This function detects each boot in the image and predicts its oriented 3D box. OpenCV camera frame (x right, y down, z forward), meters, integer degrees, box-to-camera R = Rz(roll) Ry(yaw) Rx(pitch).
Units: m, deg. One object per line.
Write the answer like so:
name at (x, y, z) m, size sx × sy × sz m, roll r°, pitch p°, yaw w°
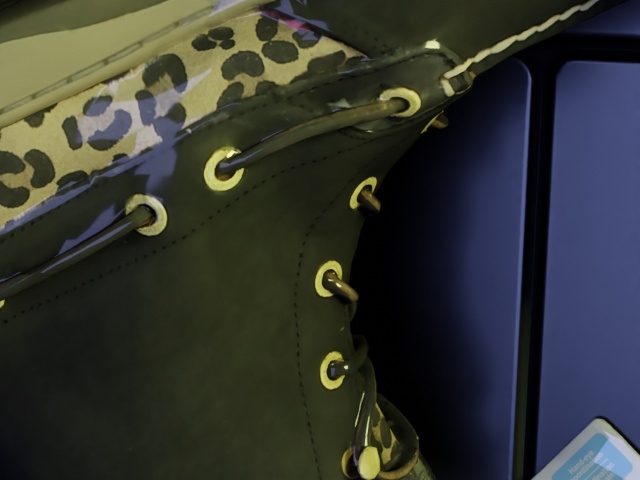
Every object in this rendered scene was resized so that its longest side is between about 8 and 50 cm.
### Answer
boot at (0.000, 0.000, 0.557) m, size 0.377 × 0.138 × 0.284 m, roll -20°, pitch 116°, yaw -7°

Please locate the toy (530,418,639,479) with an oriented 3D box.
toy at (0.154, 0.211, 0.579) m, size 0.237 × 0.056 × 0.137 m, roll 45°, pitch 114°, yaw 11°
